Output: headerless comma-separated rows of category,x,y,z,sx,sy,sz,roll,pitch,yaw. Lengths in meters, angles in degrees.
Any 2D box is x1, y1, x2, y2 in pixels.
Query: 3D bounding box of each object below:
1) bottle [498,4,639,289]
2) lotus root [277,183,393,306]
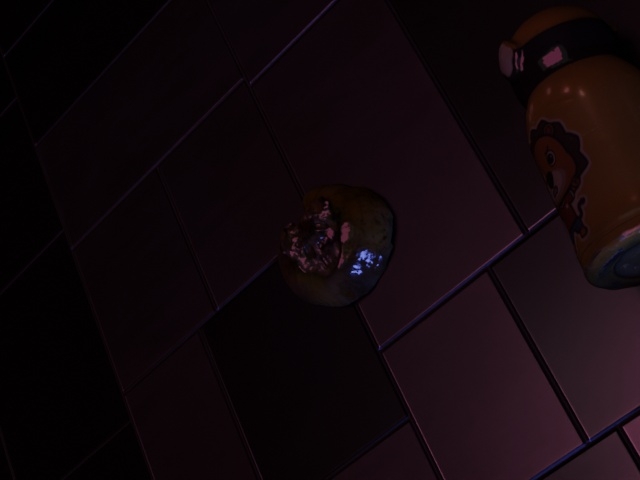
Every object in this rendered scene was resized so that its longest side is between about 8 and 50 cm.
bottle,0.331,-0.126,1.417,0.171,0.172,0.351,-37,57,28
lotus root,0.003,0.000,1.712,0.204,0.078,0.183,0,79,41
